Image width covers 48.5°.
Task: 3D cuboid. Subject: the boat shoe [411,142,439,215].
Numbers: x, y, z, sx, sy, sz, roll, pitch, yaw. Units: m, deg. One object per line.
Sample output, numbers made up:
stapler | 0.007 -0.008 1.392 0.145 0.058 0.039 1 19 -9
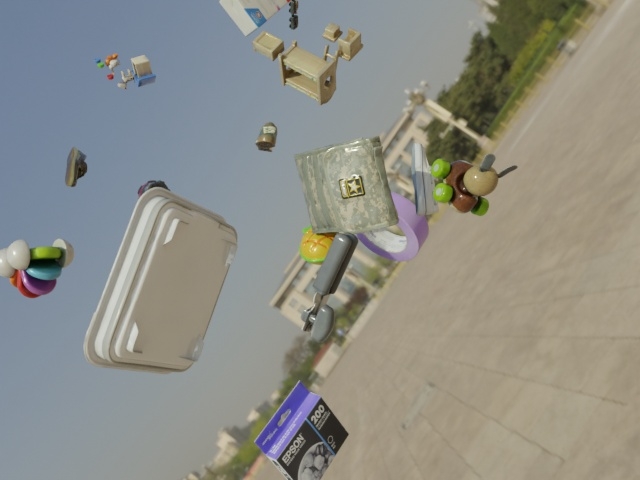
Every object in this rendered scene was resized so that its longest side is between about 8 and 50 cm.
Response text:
boat shoe | 0.327 -0.191 2.202 0.083 0.076 0.226 -128 34 -86

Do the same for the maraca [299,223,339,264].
maraca | 0.000 0.000 2.035 0.185 0.127 0.099 -93 -10 -52

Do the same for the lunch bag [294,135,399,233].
lunch bag | 0.078 -0.144 1.874 0.169 0.235 0.287 -18 9 -31

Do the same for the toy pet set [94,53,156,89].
toy pet set | -0.449 -0.385 1.651 0.114 0.122 0.065 -21 -49 -19

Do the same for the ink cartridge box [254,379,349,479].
ink cartridge box | -0.041 0.499 1.794 0.045 0.208 0.206 -9 33 49

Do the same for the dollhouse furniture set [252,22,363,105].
dollhouse furniture set | -0.025 -0.413 1.569 0.161 0.182 0.101 -49 -21 -22

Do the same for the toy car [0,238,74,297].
toy car | -0.710 0.074 1.772 0.182 0.136 0.159 -21 -13 39

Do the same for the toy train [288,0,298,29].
toy train | -0.088 -0.789 2.387 0.036 0.027 0.158 -43 -36 -42

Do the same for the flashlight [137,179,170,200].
flashlight | -0.503 -0.140 2.165 0.103 0.103 0.304 -32 9 -14

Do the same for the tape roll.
tape roll | 0.248 -0.051 2.557 0.090 0.275 0.275 -53 -6 -32

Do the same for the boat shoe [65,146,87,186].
boat shoe | -0.618 -0.186 1.810 0.056 0.049 0.152 -54 32 30

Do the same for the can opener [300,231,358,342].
can opener | 0.034 0.121 1.785 0.076 0.095 0.283 -6 -57 -59

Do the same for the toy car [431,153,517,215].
toy car | 0.406 -0.167 1.834 0.188 0.155 0.149 -38 45 49

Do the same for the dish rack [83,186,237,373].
dish rack | -0.269 0.091 1.312 0.285 0.072 0.333 28 -101 -60

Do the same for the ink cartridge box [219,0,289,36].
ink cartridge box | -0.186 -0.755 2.200 0.078 0.134 0.231 -15 29 52

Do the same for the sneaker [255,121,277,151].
sneaker | -0.171 -0.341 2.282 0.192 0.064 0.086 162 118 -84
